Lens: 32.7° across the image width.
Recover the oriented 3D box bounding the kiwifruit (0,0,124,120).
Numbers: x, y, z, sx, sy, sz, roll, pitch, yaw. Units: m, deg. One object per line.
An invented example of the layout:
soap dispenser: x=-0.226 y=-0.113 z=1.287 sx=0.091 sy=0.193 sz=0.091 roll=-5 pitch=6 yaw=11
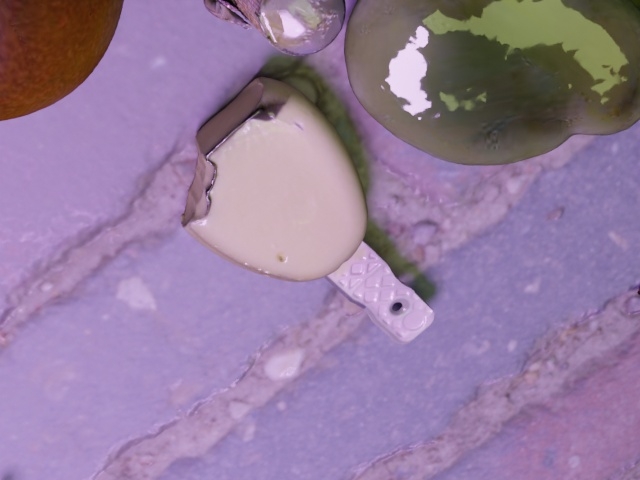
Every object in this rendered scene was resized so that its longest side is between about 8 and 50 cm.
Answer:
kiwifruit: x=-0.196 y=-0.180 z=0.564 sx=0.196 sy=0.196 sz=0.234 roll=0 pitch=111 yaw=-18

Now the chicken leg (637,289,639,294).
chicken leg: x=0.317 y=0.037 z=0.950 sx=0.083 sy=0.021 sz=0.036 roll=-28 pitch=132 yaw=3

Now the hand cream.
hand cream: x=-0.033 y=-0.153 z=0.622 sx=0.084 sy=0.203 sz=0.084 roll=-9 pitch=121 yaw=-15

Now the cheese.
cheese: x=0.000 y=0.000 z=0.806 sx=0.127 sy=0.050 sz=0.255 roll=-41 pitch=122 yaw=6

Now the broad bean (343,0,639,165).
broad bean: x=0.131 y=-0.135 z=0.752 sx=0.228 sy=0.100 sz=0.169 roll=-16 pitch=114 yaw=-8
